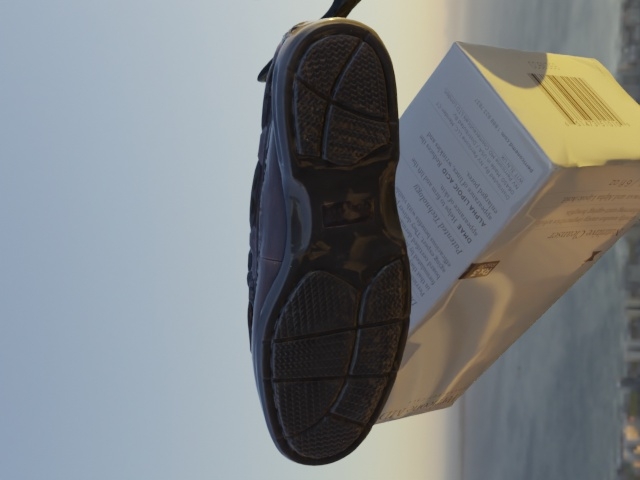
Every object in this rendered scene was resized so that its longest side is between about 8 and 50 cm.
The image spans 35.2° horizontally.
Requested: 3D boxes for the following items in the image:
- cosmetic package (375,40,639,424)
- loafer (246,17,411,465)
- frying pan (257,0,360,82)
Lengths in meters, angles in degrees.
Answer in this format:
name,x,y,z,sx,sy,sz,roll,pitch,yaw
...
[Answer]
name,x,y,z,sx,sy,sz,roll,pitch,yaw
cosmetic package,0.126,0.010,0.960,0.156,0.217,0.385,58,133,29
loafer,0.000,0.000,0.698,0.095,0.109,0.303,-144,54,-67
frying pan,0.081,-0.278,1.022,0.197,0.326,0.053,-17,-105,-46
